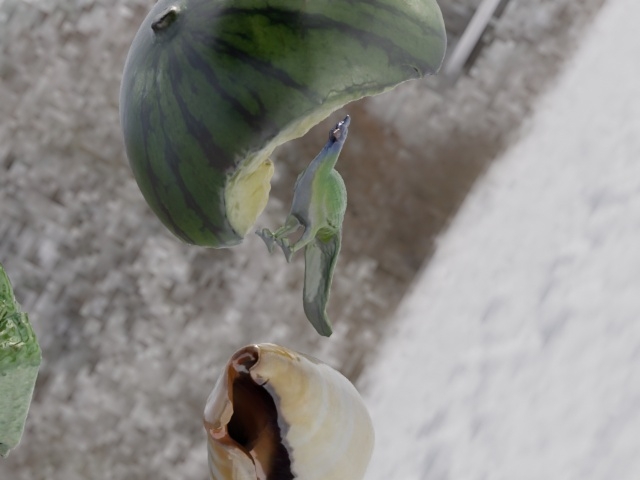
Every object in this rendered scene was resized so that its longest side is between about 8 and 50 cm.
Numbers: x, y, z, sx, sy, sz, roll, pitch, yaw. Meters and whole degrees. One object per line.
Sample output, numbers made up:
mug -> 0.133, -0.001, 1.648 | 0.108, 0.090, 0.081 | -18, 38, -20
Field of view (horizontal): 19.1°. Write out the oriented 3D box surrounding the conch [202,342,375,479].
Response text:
conch -> -0.047, 0.144, 1.563 | 0.158, 0.127, 0.255 | -48, -34, -15

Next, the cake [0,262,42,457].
cake -> -0.266, 0.091, 1.023 | 0.235, 0.099, 0.100 | -22, -30, -34

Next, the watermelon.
watermelon -> -0.065, -0.172, 1.738 | 0.331, 0.189, 0.331 | -24, 39, 21

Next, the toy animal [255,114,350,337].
toy animal -> -0.012, 0.006, 1.447 | 0.075, 0.041, 0.217 | -30, -40, -38
